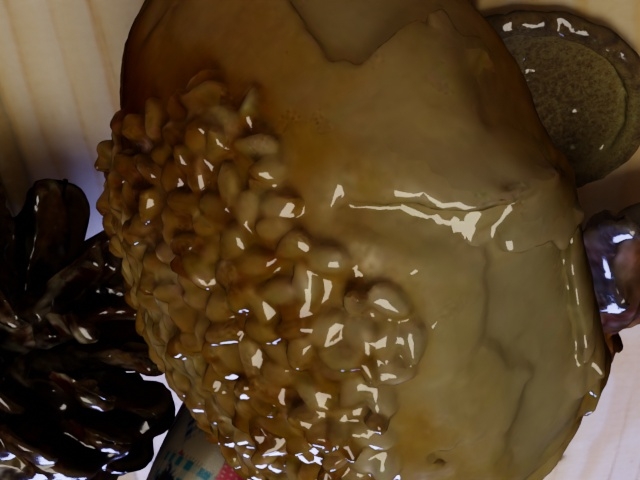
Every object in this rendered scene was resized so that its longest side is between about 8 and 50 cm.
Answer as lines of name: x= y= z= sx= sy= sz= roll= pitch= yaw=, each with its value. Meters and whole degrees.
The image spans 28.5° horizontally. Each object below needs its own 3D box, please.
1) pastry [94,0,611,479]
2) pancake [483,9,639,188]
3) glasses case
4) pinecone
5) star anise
pastry: x=0.000 y=0.000 z=0.786 sx=0.245 sy=0.409 sz=0.409 roll=-26 pitch=139 yaw=-15
pancake: x=0.157 y=-0.097 z=0.960 sx=0.199 sy=0.021 sz=0.199 roll=0 pitch=138 yaw=0
glasses case: x=-0.078 y=0.151 z=1.011 sx=0.076 sy=0.327 sz=0.125 roll=34 pitch=109 yaw=-5
pinecone: x=-0.241 y=0.078 z=0.963 sx=0.296 sy=0.242 sz=0.298 roll=-27 pitch=122 yaw=39
star anise: x=0.206 y=0.064 z=1.033 sx=0.350 sy=0.109 sz=0.292 roll=-35 pitch=149 yaw=27
